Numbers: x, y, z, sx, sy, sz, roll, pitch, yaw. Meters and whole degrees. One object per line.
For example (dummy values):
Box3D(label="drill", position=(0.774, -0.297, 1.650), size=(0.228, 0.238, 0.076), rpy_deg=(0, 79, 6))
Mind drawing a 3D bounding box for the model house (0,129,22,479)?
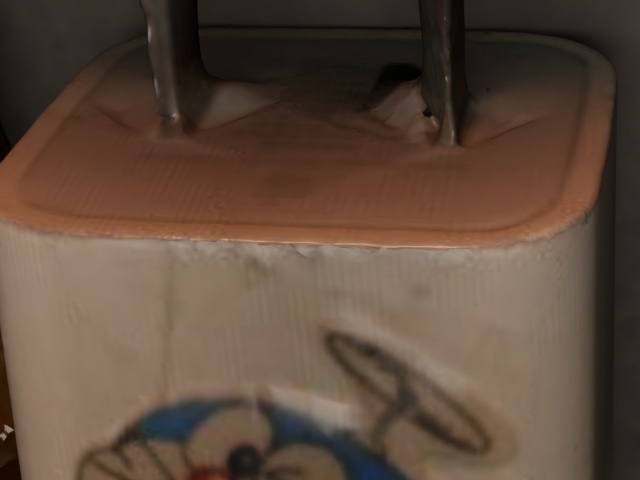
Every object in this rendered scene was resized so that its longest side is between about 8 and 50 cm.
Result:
Box3D(label="model house", position=(-0.168, 0.047, 0.452), size=(0.219, 0.229, 0.199), rpy_deg=(31, 123, -5))

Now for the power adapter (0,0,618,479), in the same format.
Box3D(label="power adapter", position=(0.000, 0.000, 0.446), size=(0.130, 0.125, 0.205), rpy_deg=(1, 116, 12))
